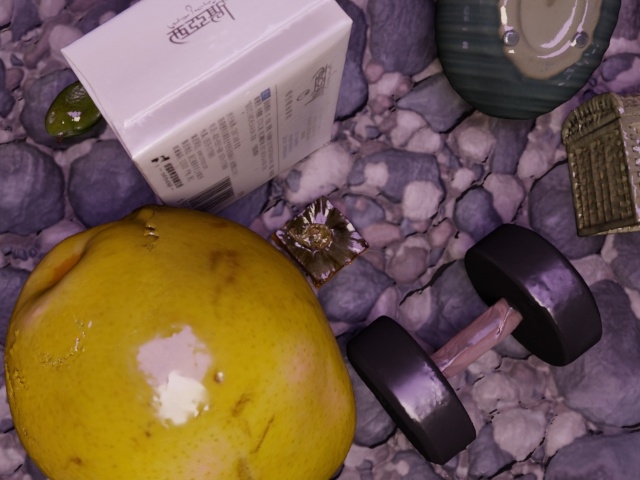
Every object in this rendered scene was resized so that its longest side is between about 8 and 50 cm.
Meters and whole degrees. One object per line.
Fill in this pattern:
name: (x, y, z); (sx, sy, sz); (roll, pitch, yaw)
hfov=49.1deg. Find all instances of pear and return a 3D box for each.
pear: (-0.120, 0.130, 0.644); (0.284, 0.336, 0.285); (-12, 39, 10)

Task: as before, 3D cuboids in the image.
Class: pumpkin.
pumpkin: (0.000, 0.000, 0.759); (0.074, 0.054, 0.083); (-41, 81, -13)

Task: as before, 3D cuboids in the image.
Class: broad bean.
broad bean: (-0.211, -0.207, 0.777); (0.052, 0.053, 0.256); (29, 77, 39)

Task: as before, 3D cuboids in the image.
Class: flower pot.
flower pot: (0.219, -0.251, 0.745); (0.189, 0.157, 0.243); (4, 106, -5)

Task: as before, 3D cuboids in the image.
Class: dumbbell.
dumbbell: (0.151, 0.102, 0.704); (0.218, 0.152, 0.152); (-36, 85, -8)

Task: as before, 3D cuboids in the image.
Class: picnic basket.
picnic basket: (0.387, -0.093, 0.759); (0.196, 0.134, 0.154); (-5, 85, -4)

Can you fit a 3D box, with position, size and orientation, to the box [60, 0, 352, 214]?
box: (-0.091, -0.131, 0.659); (0.203, 0.274, 0.116); (-34, 82, -8)
